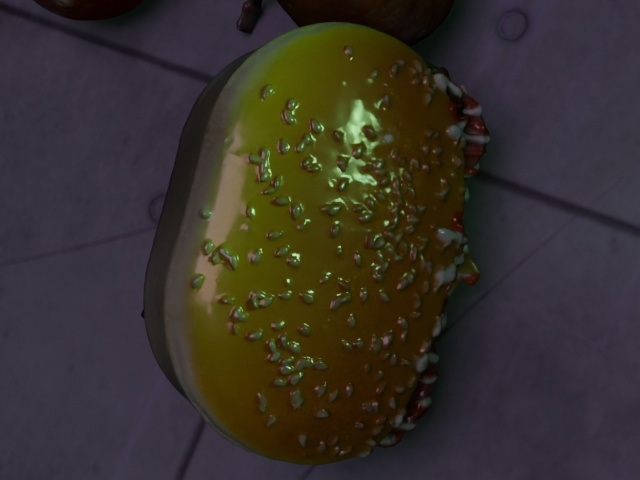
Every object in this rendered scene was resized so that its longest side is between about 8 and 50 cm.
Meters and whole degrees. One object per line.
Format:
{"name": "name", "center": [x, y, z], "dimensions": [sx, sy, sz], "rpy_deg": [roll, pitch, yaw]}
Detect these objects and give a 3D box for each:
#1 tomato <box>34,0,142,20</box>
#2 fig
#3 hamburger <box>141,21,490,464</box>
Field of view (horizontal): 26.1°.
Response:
{"name": "tomato", "center": [-0.181, -0.238, 1.141], "dimensions": [0.139, 0.091, 0.159], "rpy_deg": [-41, 38, 2]}
{"name": "fig", "center": [0.024, -0.216, 1.017], "dimensions": [0.149, 0.148, 0.202], "rpy_deg": [-15, 25, -15]}
{"name": "hamburger", "center": [0.000, 0.000, 0.933], "dimensions": [0.151, 0.227, 0.295], "rpy_deg": [12, 87, 50]}
